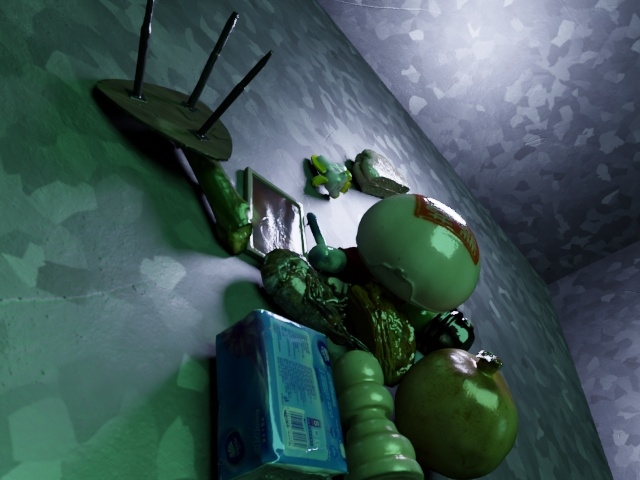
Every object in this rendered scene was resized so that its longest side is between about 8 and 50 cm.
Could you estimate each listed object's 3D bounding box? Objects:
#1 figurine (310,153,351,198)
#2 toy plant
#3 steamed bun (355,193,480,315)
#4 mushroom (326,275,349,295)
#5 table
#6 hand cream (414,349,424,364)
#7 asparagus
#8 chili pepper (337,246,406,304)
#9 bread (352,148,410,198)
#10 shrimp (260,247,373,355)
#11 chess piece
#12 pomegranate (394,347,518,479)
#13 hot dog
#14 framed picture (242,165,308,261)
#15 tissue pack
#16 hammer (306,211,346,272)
[{"bbox_3d":[0.030,-0.224,1.665,0.130,0.109,0.178,14,41,-21],"label":"figurine"},{"bbox_3d":[0.344,0.262,1.568,0.235,0.175,0.218,39,10,31],"label":"toy plant"},{"bbox_3d":[0.287,0.010,1.420,0.375,0.241,0.374,29,20,-12],"label":"steamed bun"},{"bbox_3d":[0.050,0.129,1.384,0.101,0.019,0.049,39,34,-29],"label":"mushroom"},{"bbox_3d":[-0.266,-0.381,1.115,0.317,0.249,0.317,27,25,-14],"label":"table"},{"bbox_3d":[0.338,0.400,1.519,0.170,0.043,0.065,47,29,-12],"label":"hand cream"},{"bbox_3d":[-0.241,-0.131,1.145,0.082,0.085,0.343,-19,78,-37],"label":"asparagus"},{"bbox_3d":[0.148,0.084,1.503,0.253,0.136,0.144,37,59,-17],"label":"chili pepper"},{"bbox_3d":[0.229,-0.266,1.998,0.337,0.102,0.183,8,54,-56],"label":"bread"},{"bbox_3d":[-0.001,0.151,1.175,0.343,0.116,0.145,46,32,-7],"label":"shrimp"},{"bbox_3d":[0.101,0.373,1.074,0.167,0.167,0.299,34,30,-36],"label":"chess piece"},{"bbox_3d":[0.326,0.398,1.217,0.319,0.319,0.319,38,33,-30],"label":"pomegranate"},{"bbox_3d":[0.159,0.236,1.316,0.196,0.122,0.272,16,50,-53],"label":"hot dog"},{"bbox_3d":[-0.113,-0.038,1.310,0.211,0.020,0.289,34,34,-36],"label":"framed picture"},{"bbox_3d":[-0.075,0.283,0.887,0.198,0.146,0.263,31,36,-41],"label":"tissue pack"},{"bbox_3d":[0.000,0.000,1.400,0.116,0.069,0.193,19,40,-47],"label":"hammer"}]
